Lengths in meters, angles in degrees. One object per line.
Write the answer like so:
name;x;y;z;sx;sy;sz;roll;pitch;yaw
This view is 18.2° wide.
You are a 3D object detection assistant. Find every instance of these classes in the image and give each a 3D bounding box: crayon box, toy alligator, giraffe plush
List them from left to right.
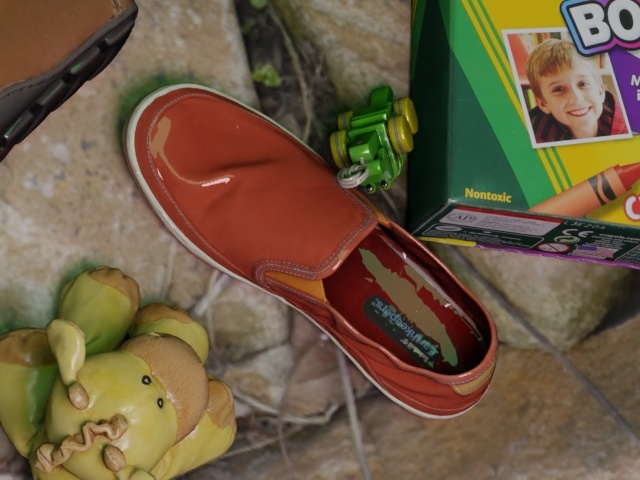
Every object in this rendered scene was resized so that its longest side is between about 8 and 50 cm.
giraffe plush;-0.141;0.112;1.322;0.181;0.170;0.210;35;67;-5
toy alligator;0.040;-0.059;1.458;0.056;0.189;0.051;-14;112;15
crayon box;0.256;-0.140;1.554;0.363;0.106;0.313;7;72;-15

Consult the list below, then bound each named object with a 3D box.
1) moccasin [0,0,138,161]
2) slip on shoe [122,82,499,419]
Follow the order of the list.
moccasin;-0.289;-0.089;1.353;0.147;0.139;0.380;43;67;0
slip on shoe;0.000;0.000;1.438;0.331;0.101;0.123;41;69;-1
